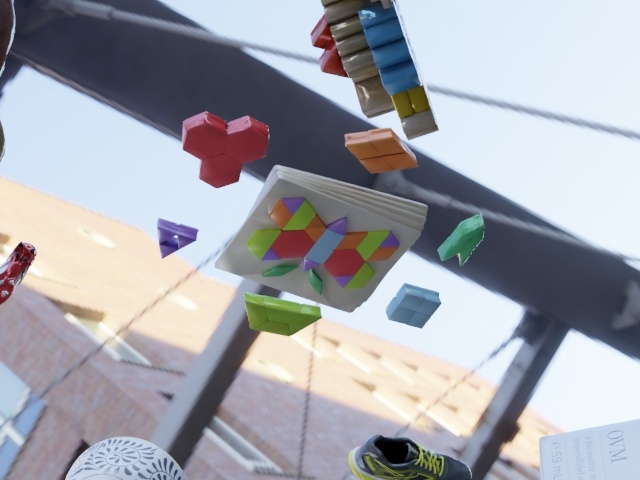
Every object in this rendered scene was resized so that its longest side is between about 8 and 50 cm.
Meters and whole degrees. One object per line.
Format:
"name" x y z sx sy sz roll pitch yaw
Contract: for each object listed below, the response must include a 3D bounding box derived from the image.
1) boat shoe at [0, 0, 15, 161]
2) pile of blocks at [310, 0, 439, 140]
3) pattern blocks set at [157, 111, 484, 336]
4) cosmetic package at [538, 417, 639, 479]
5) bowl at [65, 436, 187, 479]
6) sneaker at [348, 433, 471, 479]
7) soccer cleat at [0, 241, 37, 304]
"boat shoe" -0.183 -0.034 0.416 0.123 0.342 0.123 3 -104 -24
"pile of blocks" 0.032 -0.261 1.264 0.113 0.149 0.362 -18 -65 11
"pattern blocks set" 0.000 0.000 1.095 0.325 0.026 0.285 7 -47 -15
"cosmetic package" 0.255 0.211 0.636 0.224 0.225 0.138 -76 -31 -60
"bowl" -0.234 0.309 1.226 0.170 0.170 0.080 -62 -16 5
"sneaker" 0.061 0.146 0.707 0.083 0.031 0.035 11 -36 -14
"soccer cleat" -0.288 0.037 1.005 0.083 0.029 0.035 -60 0 -33
